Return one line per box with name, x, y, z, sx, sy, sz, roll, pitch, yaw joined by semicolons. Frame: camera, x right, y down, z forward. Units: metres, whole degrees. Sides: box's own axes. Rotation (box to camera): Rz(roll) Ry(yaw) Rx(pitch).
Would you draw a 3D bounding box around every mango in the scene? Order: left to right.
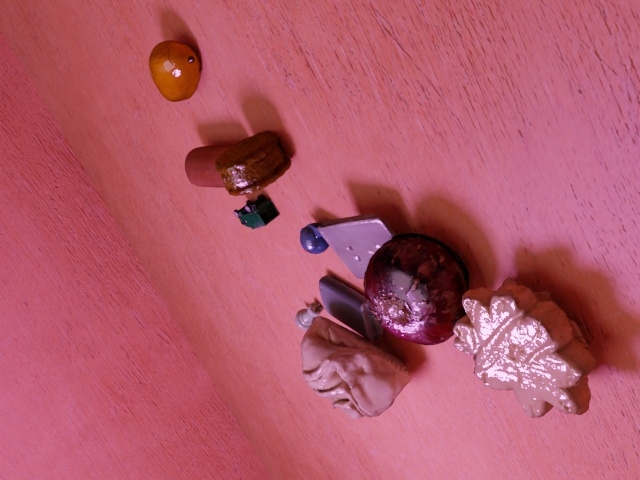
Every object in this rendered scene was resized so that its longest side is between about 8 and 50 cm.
mango;-0.395;-0.454;2.076;0.147;0.109;0.227;31;154;-6

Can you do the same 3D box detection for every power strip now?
power strip;0.121;0.004;1.779;0.213;0.065;0.198;-5;131;44

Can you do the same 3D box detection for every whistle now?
whistle;0.000;0.000;1.978;0.158;0.090;0.090;28;144;42

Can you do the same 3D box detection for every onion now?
onion;0.206;0.099;1.632;0.246;0.190;0.246;20;131;24

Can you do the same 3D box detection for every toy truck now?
toy truck;-0.188;-0.081;2.221;0.079;0.065;0.147;57;153;-12

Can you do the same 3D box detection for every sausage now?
sausage;-0.288;-0.209;2.173;0.304;0.121;0.121;8;128;55

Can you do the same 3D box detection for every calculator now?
calculator;0.079;0.184;2.108;0.246;0.045;0.141;28;144;42

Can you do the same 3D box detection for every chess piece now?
chess piece;-0.031;0.224;2.333;0.067;0.067;0.103;50;145;9

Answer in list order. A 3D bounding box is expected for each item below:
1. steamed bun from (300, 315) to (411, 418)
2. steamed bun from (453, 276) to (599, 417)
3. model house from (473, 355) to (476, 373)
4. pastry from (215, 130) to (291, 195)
steamed bun;0.070;0.356;2.055;0.289;0.203;0.276;28;-177;-2
steamed bun;0.410;0.200;1.470;0.295;0.137;0.292;-4;114;52
model house;0.376;0.276;1.705;0.058;0.057;0.083;40;149;37
pastry;-0.172;-0.194;1.937;0.188;0.188;0.103;9;132;56
